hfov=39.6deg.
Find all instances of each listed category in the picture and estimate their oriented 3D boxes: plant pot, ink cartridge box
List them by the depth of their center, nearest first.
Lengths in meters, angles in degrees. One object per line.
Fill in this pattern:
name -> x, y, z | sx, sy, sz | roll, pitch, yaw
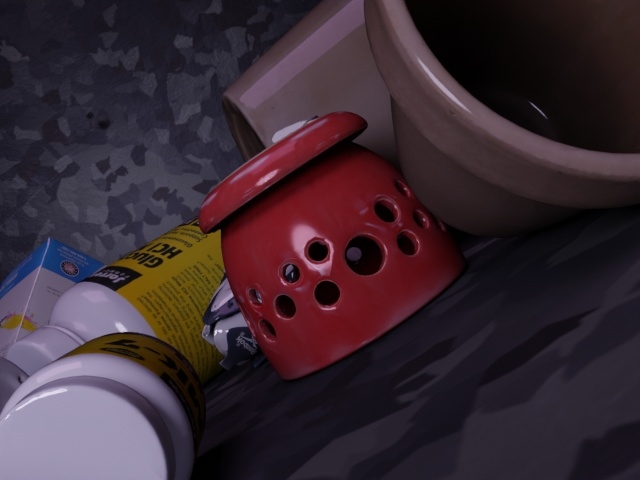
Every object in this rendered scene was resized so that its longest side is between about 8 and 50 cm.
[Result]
plant pot -> 0.150, -0.111, 0.624 | 0.263, 0.263, 0.229 | -33, -17, -18
plant pot -> 0.000, 0.000, 0.763 | 0.191, 0.174, 0.191 | -35, 1, 1
plant pot -> 0.055, -0.146, 0.996 | 0.280, 0.323, 0.323 | -29, 1, -11
ink cartridge box -> -0.364, 0.156, 1.217 | 0.168, 0.171, 0.232 | -32, 38, 39

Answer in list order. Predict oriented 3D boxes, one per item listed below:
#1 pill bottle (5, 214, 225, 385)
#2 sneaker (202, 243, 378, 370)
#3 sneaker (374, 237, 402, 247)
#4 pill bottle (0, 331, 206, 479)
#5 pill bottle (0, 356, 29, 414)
pill bottle -> -0.203, 0.105, 1.087 | 0.188, 0.188, 0.334 | -31, 3, 45
sneaker -> -0.040, 0.073, 0.927 | 0.235, 0.094, 0.153 | 2, 51, 42
sneaker -> 0.045, 0.017, 1.135 | 0.256, 0.094, 0.151 | -53, -13, -36
pill bottle -> -0.137, 0.126, 0.566 | 0.119, 0.119, 0.208 | -33, 3, -4
pill bottle -> -0.339, 0.189, 0.786 | 0.180, 0.108, 0.108 | -33, 2, 12
